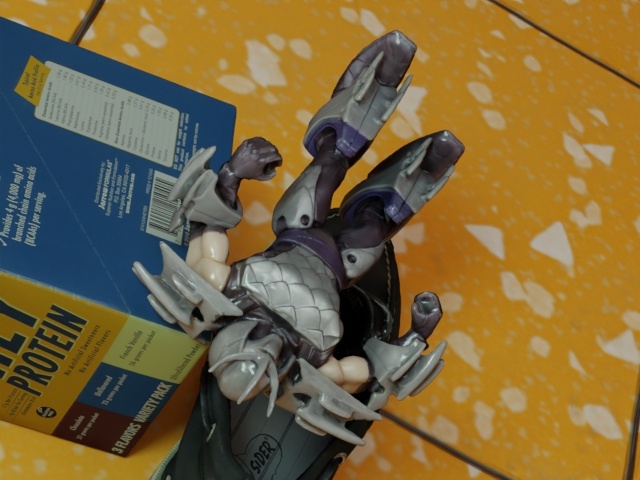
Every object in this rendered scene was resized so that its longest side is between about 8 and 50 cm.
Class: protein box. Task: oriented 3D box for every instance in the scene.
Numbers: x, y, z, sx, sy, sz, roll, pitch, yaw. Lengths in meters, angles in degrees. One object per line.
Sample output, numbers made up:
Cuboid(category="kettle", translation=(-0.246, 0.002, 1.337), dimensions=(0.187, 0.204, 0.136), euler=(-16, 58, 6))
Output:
Cuboid(category="protein box", translation=(-0.175, -0.008, 1.071), dimensions=(0.201, 0.136, 0.200), euler=(20, 46, -18))

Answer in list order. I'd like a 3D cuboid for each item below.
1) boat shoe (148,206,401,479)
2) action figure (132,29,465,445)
Cuboid(category="boat shoe", translation=(-0.010, 0.072, 1.125), dimensions=(0.127, 0.113, 0.340), euler=(36, 43, 0))
Cuboid(category="action figure", translation=(0.000, 0.000, 1.027), dimensions=(0.185, 0.099, 0.285), euler=(48, 39, -16))
